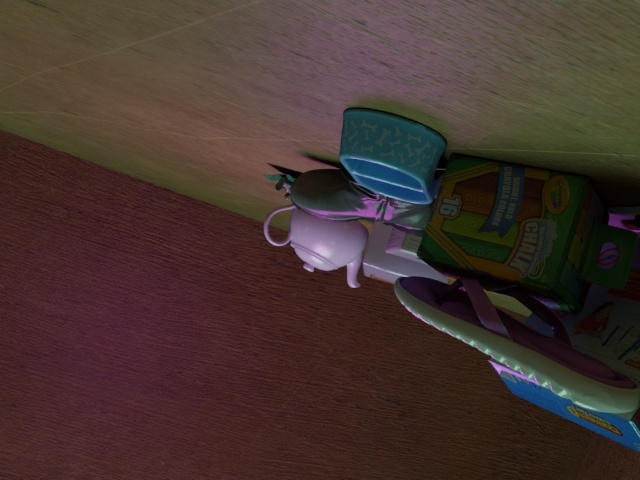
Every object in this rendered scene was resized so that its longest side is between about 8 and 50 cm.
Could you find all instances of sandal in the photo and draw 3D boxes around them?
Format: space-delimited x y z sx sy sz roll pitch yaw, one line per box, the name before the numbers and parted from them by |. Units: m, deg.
sandal | 0.285 0.116 1.134 0.169 0.102 0.416 9 -166 -44

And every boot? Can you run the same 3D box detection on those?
boot | 0.072 -0.112 1.533 0.338 0.118 0.223 9 166 20

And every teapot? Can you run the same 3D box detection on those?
teapot | 0.000 0.000 2.263 0.256 0.187 0.252 26 173 30

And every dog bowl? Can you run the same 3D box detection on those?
dog bowl | 0.118 -0.126 1.259 0.166 0.074 0.297 16 176 15

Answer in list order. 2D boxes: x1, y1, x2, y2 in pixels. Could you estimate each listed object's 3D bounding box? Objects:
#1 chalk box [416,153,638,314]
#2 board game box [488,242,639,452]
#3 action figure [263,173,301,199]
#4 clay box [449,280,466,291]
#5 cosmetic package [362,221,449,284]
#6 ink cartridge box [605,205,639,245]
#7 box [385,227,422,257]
chalk box | 0.332 -0.002 1.212 0.289 0.180 0.179 13 170 34
board game box | 0.466 0.145 1.197 0.086 0.302 0.308 52 166 -22
action figure | -0.050 -0.126 1.993 0.137 0.063 0.232 13 178 15
clay box | 0.428 0.150 2.365 0.053 0.222 0.127 20 175 -22
cosmetic package | 0.247 0.042 2.182 0.230 0.161 0.453 17 175 6
ink cartridge box | 0.642 0.028 1.248 0.385 0.091 0.308 37 170 -16
box | 0.267 -0.003 1.832 0.181 0.119 0.182 18 176 -5
